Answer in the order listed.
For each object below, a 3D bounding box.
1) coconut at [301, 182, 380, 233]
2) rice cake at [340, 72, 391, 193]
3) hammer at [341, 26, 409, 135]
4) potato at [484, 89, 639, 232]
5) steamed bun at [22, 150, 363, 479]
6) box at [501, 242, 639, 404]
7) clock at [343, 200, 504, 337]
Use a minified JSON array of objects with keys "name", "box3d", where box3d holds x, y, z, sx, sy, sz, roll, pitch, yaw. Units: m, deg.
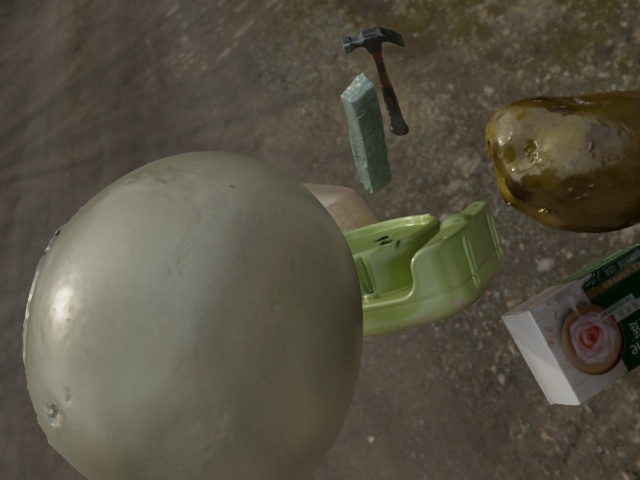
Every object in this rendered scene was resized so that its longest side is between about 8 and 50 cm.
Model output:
[{"name":"coconut","box3d":[0.000,0.000,1.520,0.224,0.234,0.224,-47,7,8]},{"name":"rice cake","box3d":[0.047,-0.102,0.830,0.033,0.171,0.029,-37,62,-11]},{"name":"hammer","box3d":[0.128,-0.304,1.626,0.111,0.288,0.033,-16,54,8]},{"name":"potato","box3d":[0.353,-0.095,0.942,0.177,0.368,0.195,69,151,24]},{"name":"steamed bun","box3d":[-0.084,0.080,0.721,0.206,0.324,0.324,-1,52,28]},{"name":"box","box3d":[0.357,0.109,1.080,0.199,0.135,0.081,-28,-3,-16]},{"name":"clock","box3d":[0.057,0.043,1.015,0.307,0.096,0.235,-14,10,28]}]
